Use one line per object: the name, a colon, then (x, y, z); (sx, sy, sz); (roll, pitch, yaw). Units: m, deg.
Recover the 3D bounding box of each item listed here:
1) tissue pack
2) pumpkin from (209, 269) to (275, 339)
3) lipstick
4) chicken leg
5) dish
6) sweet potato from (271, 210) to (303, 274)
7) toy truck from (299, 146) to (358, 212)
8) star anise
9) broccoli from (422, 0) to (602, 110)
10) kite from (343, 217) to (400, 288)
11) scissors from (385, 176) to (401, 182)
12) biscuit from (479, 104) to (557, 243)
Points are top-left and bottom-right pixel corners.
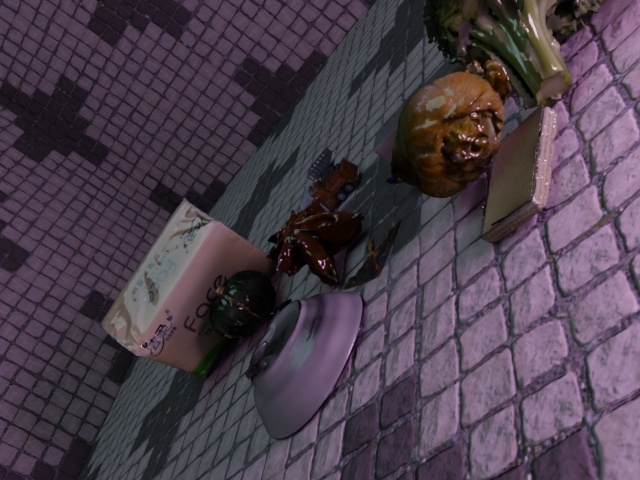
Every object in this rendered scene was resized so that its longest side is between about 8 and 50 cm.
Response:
tissue pack: (-0.344, 0.142, 1.884); (0.205, 0.331, 0.405); (27, 83, 35)
pumpkin: (-0.200, 0.163, 1.753); (0.190, 0.146, 0.190); (-38, 1, 1)
lipstick: (0.255, -0.304, 1.453); (0.371, 0.076, 0.080); (-45, 20, 37)
chicken leg: (0.192, -0.164, 1.179); (0.429, 0.152, 0.202); (138, 133, -84)
dish: (-0.051, 0.205, 1.291); (0.316, 0.106, 0.316); (-50, 17, 21)
sweet potato: (-0.081, -0.003, 1.894); (0.218, 0.051, 0.065); (-58, -26, -9)
toy truck: (0.009, -0.138, 1.792); (0.178, 0.115, 0.080); (-50, 17, 28)
star anise: (-0.006, -0.010, 1.547); (0.237, 0.148, 0.346); (-30, 18, 9)
broccoli: (0.330, -0.384, 1.092); (0.249, 0.302, 0.375); (-39, -16, -18)
kite: (0.102, 0.034, 1.357); (0.190, 0.010, 0.159); (-51, 16, 14)
scissors: (0.171, -0.141, 1.496); (0.039, 0.012, 0.113); (-57, 16, -3)
biscuit: (0.286, -0.095, 0.996); (0.121, 0.040, 0.199); (-44, 20, 51)
